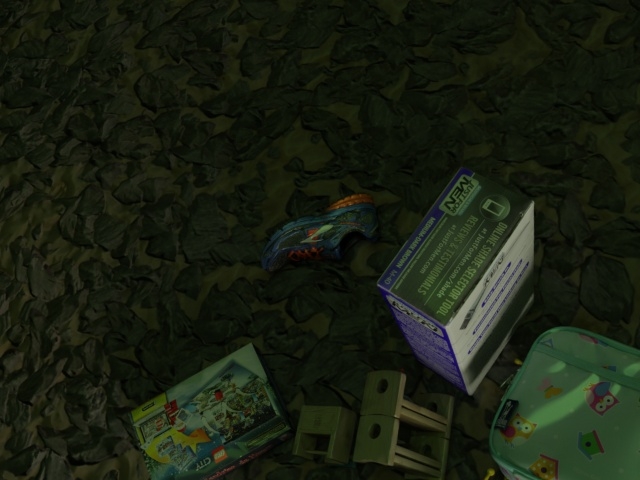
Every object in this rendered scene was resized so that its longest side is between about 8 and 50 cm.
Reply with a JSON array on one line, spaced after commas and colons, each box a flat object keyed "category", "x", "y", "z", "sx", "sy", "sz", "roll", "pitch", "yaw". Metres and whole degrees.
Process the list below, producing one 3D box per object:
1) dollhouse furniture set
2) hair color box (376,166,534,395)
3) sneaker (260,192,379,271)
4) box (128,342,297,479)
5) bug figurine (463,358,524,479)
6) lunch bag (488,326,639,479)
[{"category": "dollhouse furniture set", "x": 0.078, "y": 0.269, "z": 1.045, "sx": 0.183, "sy": 0.129, "sz": 0.129, "roll": -11, "pitch": 58, "yaw": 44}, {"category": "hair color box", "x": 0.197, "y": 0.072, "z": 0.960, "sx": 0.110, "sy": 0.339, "sz": 0.185, "roll": 32, "pitch": 77, "yaw": 25}, {"category": "sneaker", "x": 0.000, "y": 0.000, "z": 1.200, "sx": 0.221, "sy": 0.083, "sz": 0.087, "roll": -27, "pitch": 69, "yaw": 6}, {"category": "box", "x": -0.172, "y": 0.289, "z": 1.128, "sx": 0.233, "sy": 0.044, "sz": 0.159, "roll": -29, "pitch": 61, "yaw": 1}, {"category": "bug figurine", "x": 0.329, "y": 0.294, "z": 0.970, "sx": 0.216, "sy": 0.072, "sz": 0.279, "roll": 22, "pitch": 72, "yaw": 23}, {"category": "lunch bag", "x": 0.357, "y": 0.231, "z": 0.871, "sx": 0.279, "sy": 0.108, "sz": 0.224, "roll": 19, "pitch": 69, "yaw": 38}]
